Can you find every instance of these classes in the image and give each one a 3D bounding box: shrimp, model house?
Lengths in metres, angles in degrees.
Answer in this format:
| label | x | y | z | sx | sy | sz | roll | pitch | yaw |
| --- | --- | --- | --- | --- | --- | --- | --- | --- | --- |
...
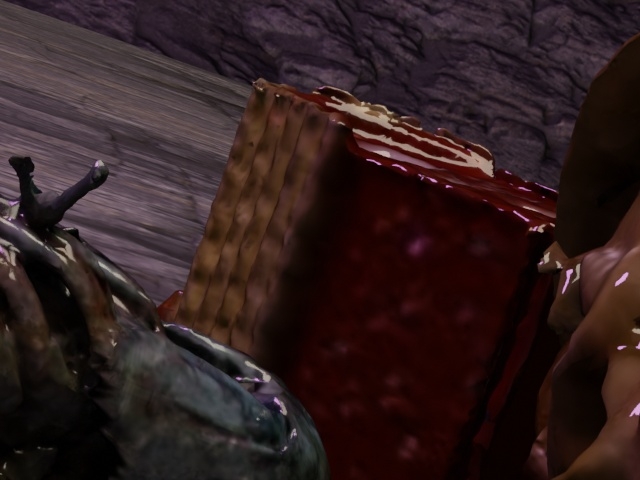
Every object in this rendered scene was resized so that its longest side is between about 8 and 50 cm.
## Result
| label | x | y | z | sx | sy | sz | roll | pitch | yaw |
| --- | --- | --- | --- | --- | --- | --- | --- | --- | --- |
| shrimp | -0.146 | 0.022 | 0.534 | 0.372 | 0.172 | 0.137 | 22 | 13 | -32 |
| model house | 0.027 | 0.035 | 0.735 | 0.254 | 0.196 | 0.160 | 25 | 13 | 30 |

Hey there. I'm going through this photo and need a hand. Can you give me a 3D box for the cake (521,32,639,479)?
| label | x | y | z | sx | sy | sz | roll | pitch | yaw |
| --- | --- | --- | --- | --- | --- | --- | --- | --- | --- |
| cake | 0.152 | 0.081 | 0.467 | 0.321 | 0.332 | 0.332 | -21 | 29 | -23 |
